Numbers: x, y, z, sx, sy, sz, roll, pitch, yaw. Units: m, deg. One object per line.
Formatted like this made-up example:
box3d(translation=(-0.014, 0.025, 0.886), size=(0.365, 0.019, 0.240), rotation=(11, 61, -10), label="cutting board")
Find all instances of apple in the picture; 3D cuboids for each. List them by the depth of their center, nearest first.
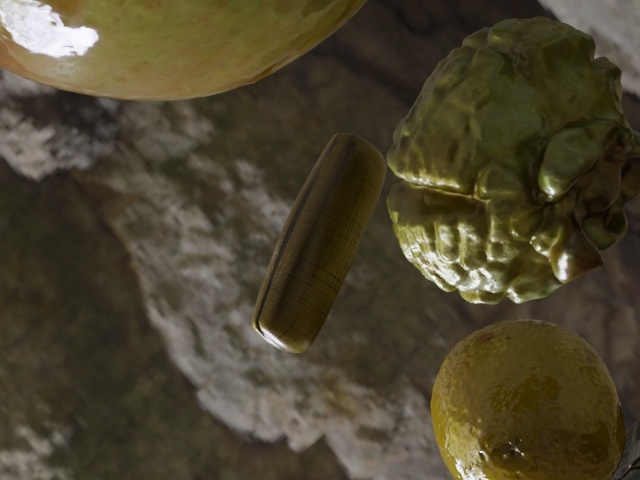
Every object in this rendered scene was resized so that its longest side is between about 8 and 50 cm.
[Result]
box3d(translation=(-0.101, -0.257, 0.869), size=(0.338, 0.338, 0.305), rotation=(-45, -176, -36), label="apple")

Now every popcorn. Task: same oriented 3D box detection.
box3d(translation=(0.183, -0.068, 1.354), size=(0.258, 0.224, 0.270), rotation=(-37, -133, 41), label="popcorn")

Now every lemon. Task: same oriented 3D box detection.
box3d(translation=(0.244, 0.208, 1.735), size=(0.228, 0.228, 0.253), rotation=(-36, -131, 13), label="lemon")

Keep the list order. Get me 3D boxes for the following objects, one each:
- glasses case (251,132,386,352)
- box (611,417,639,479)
box3d(translation=(0.000, 0.000, 1.461), size=(0.064, 0.079, 0.234), rotation=(4, -115, 49), label="glasses case")
box3d(translation=(0.374, 0.325, 1.883), size=(0.325, 0.047, 0.180), rotation=(-50, 177, 23), label="box")
